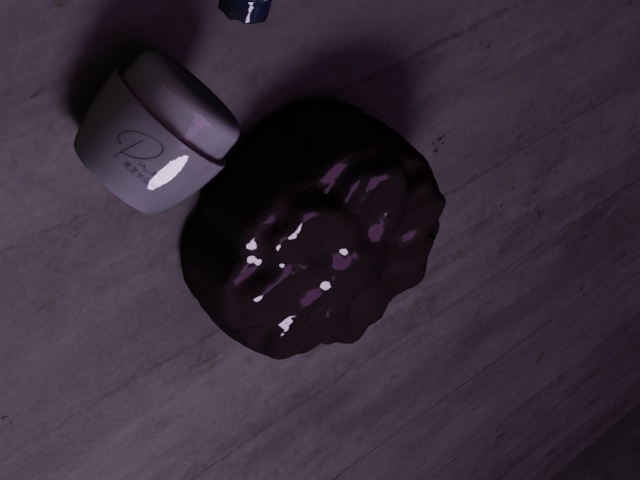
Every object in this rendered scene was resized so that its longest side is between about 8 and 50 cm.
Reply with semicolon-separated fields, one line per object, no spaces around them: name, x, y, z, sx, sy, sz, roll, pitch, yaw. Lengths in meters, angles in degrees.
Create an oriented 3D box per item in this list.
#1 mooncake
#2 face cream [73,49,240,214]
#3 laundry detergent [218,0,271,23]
mooncake;0.000;0.000;1.008;0.283;0.141;0.283;-28;140;-26
face cream;-0.132;-0.087;0.782;0.104;0.117;0.117;-47;148;8
laundry detergent;-0.019;-0.298;0.714;0.215;0.105;0.280;-19;135;-37
